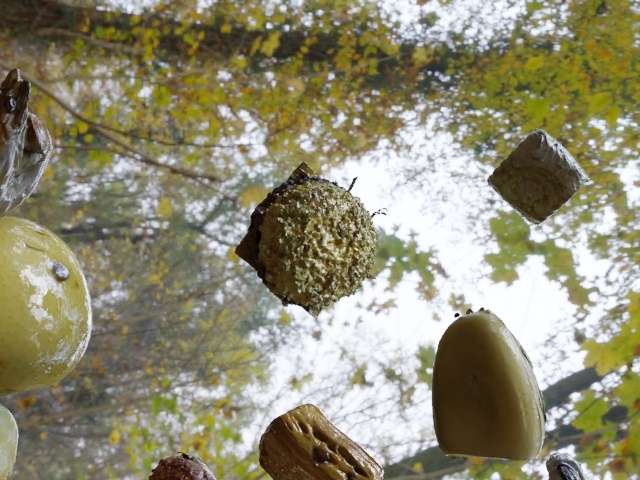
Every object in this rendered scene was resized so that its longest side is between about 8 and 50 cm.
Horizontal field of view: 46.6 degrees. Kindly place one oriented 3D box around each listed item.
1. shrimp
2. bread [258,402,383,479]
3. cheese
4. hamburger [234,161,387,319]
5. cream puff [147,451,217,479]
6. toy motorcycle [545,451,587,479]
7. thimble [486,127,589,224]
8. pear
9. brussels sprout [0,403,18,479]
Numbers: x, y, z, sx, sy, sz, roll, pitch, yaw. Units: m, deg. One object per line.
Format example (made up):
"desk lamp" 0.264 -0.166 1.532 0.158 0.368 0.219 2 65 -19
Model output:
"shrimp" -0.170 -0.052 0.413 0.023 0.059 0.108 44 -56 12
"bread" 0.003 0.355 1.164 0.210 0.099 0.235 39 -29 15
"cheese" 0.333 0.294 1.525 0.259 0.128 0.316 -10 -103 42
"hamburger" 0.000 0.000 1.263 0.262 0.243 0.138 -59 -156 -15
"cream puff" -0.280 0.560 1.541 0.240 0.164 0.240 47 -29 36
"toy motorcycle" 0.459 0.453 1.338 0.074 0.229 0.151 -32 -148 7
"thimble" 0.430 -0.127 1.459 0.143 0.137 0.190 46 -28 8
"pear" -0.573 0.119 1.297 0.348 0.348 0.348 9 -78 49
"brussels sprout" -0.719 0.403 1.371 0.344 0.268 0.344 -8 -114 19
